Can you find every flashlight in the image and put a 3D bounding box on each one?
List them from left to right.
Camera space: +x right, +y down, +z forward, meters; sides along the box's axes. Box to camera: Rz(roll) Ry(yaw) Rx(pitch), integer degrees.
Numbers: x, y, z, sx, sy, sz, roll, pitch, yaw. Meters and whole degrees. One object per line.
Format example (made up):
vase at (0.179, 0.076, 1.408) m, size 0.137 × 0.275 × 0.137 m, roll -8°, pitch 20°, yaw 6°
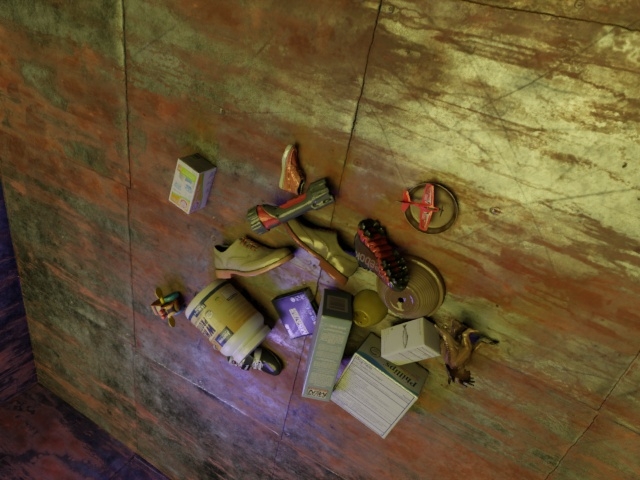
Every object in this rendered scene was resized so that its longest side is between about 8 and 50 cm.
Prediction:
flashlight at (-0.105, -0.123, 1.562) m, size 0.304 × 0.103 × 0.103 m, roll -26°, pitch 115°, yaw 13°

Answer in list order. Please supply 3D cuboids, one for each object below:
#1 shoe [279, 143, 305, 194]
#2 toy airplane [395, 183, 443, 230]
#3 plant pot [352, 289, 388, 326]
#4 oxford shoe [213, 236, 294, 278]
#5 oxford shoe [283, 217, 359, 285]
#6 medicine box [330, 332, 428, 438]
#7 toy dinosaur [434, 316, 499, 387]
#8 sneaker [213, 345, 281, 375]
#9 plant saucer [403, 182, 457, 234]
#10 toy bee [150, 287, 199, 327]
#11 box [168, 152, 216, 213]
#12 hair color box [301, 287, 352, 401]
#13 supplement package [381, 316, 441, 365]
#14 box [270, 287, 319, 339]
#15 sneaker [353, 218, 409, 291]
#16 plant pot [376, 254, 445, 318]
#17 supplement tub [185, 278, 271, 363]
shoe at (-0.089, -0.243, 1.571) m, size 0.081 × 0.063 × 0.177 m, roll 26°, pitch 128°, yaw 16°
toy airplane at (0.303, -0.106, 1.388) m, size 0.151 × 0.028 × 0.151 m, roll 12°, pitch 116°, yaw 26°
plant pot at (0.164, 0.258, 1.633) m, size 0.134 × 0.095 × 0.134 m, roll 12°, pitch 117°, yaw 25°
oxford shoe at (-0.282, 0.058, 1.778) m, size 0.397 × 0.140 × 0.146 m, roll -10°, pitch 100°, yaw 31°
oxford shoe at (0.000, 0.000, 1.622) m, size 0.348 × 0.123 × 0.130 m, roll 44°, pitch 95°, yaw 12°
medicine box at (0.213, 0.545, 1.706) m, size 0.264 × 0.149 × 0.289 m, roll 34°, pitch 124°, yaw 13°
toy dinosaur at (0.440, 0.370, 1.451) m, size 0.127 × 0.296 × 0.200 m, roll 28°, pitch 86°, yaw 45°
sneaker at (-0.334, 0.528, 2.023) m, size 0.331 × 0.146 × 0.122 m, roll 27°, pitch 122°, yaw 16°
plant saucer at (0.342, -0.100, 1.404) m, size 0.169 × 0.029 × 0.168 m, roll 13°, pitch 118°, yaw 26°
toy bee at (-0.719, 0.306, 2.132) m, size 0.298 × 0.162 × 0.195 m, roll -36°, pitch 90°, yaw 37°
box at (-0.508, -0.224, 1.796) m, size 0.114 × 0.103 × 0.203 m, roll 36°, pitch 125°, yaw 12°
hair color box at (0.023, 0.390, 1.688) m, size 0.114 × 0.185 × 0.374 m, roll 12°, pitch 115°, yaw -2°
supplement package at (0.309, 0.351, 1.564) m, size 0.179 × 0.105 × 0.105 m, roll -27°, pitch 132°, yaw 36°
box at (-0.084, 0.297, 1.828) m, size 0.184 × 0.045 × 0.190 m, roll -20°, pitch 101°, yaw 32°
sneaker at (0.191, 0.066, 1.488) m, size 0.276 × 0.098 × 0.135 m, roll 61°, pitch 143°, yaw 30°
plant pot at (0.286, 0.175, 1.516) m, size 0.238 × 0.110 × 0.237 m, roll 13°, pitch 119°, yaw 26°
supplement tub at (-0.384, 0.339, 1.909) m, size 0.316 × 0.228 × 0.228 m, roll 43°, pitch 126°, yaw 6°
